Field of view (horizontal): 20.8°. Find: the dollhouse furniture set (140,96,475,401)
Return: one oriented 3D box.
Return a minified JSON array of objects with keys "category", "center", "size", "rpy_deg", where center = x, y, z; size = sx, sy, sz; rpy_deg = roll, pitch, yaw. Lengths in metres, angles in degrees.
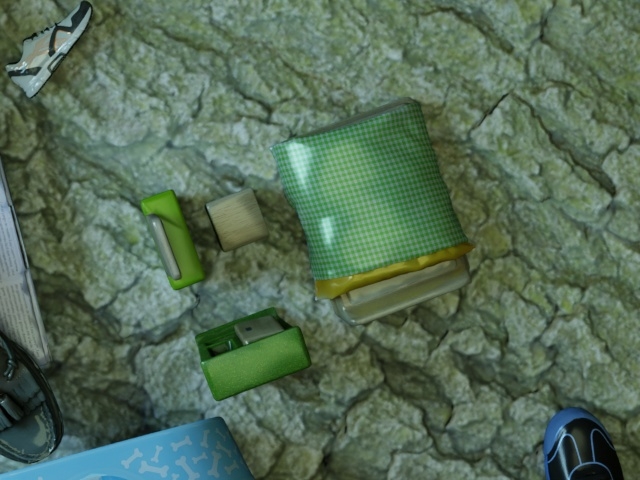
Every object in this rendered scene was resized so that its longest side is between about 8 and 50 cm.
[{"category":"dollhouse furniture set","center":[0.000,0.000,1.679],"size":[0.302,0.151,0.197],"rpy_deg":[-21,97,-6]}]

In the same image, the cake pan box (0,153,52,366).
[{"category":"cake pan box","center":[-0.403,0.028,1.669],"size":[0.246,0.070,0.266],"rpy_deg":[-15,96,-5]}]

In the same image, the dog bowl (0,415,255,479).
[{"category":"dog bowl","center":[-0.213,0.236,1.669],"size":[0.297,0.166,0.074],"rpy_deg":[-14,84,-6]}]

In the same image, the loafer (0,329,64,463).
[{"category":"loafer","center":[-0.334,0.103,1.609],"size":[0.096,0.084,0.267],"rpy_deg":[-36,99,-4]}]

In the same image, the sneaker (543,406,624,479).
[{"category":"sneaker","center":[0.285,0.287,1.772],"size":[0.081,0.090,0.232],"rpy_deg":[-14,97,-7]}]

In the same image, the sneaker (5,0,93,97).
[{"category":"sneaker","center":[-0.261,-0.191,1.684],"size":[0.044,0.040,0.109],"rpy_deg":[39,88,-7]}]
